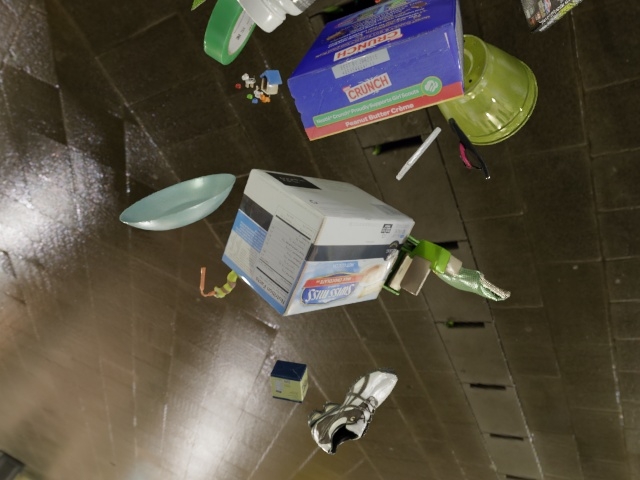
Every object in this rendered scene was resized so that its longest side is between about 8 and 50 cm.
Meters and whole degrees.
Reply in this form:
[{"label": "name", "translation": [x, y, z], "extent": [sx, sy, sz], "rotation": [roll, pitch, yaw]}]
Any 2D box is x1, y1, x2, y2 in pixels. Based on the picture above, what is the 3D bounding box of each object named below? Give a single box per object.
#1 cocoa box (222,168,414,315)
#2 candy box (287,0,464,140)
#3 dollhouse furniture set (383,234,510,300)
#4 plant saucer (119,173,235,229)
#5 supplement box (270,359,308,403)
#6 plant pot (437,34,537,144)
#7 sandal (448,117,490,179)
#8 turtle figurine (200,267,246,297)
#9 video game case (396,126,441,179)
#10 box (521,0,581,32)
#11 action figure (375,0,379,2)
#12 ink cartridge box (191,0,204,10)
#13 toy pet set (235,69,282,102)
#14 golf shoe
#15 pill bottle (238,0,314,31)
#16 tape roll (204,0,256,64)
[{"label": "cocoa box", "translation": [0.000, 0.000, 1.044], "extent": [0.231, 0.347, 0.228], "rotation": [35, 112, 34]}, {"label": "candy box", "translation": [0.115, -0.332, 0.819], "extent": [0.268, 0.317, 0.122], "rotation": [-9, 125, 24]}, {"label": "dollhouse furniture set", "translation": [0.310, 0.118, 1.191], "extent": [0.301, 0.151, 0.197], "rotation": [29, -179, -33]}, {"label": "plant saucer", "translation": [-0.227, -0.057, 0.755], "extent": [0.194, 0.195, 0.038], "rotation": [-3, 116, 28]}, {"label": "supplement box", "translation": [-0.080, 0.364, 1.185], "extent": [0.083, 0.056, 0.083], "rotation": [6, 118, 14]}, {"label": "plant pot", "translation": [0.586, -0.593, 1.749], "extent": [0.366, 0.367, 0.353], "rotation": [-17, 162, 36]}, {"label": "sandal", "translation": [0.354, -0.218, 1.123], "extent": [0.040, 0.067, 0.179], "rotation": [-33, 78, 11]}, {"label": "turtle figurine", "translation": [-0.173, 0.061, 1.207], "extent": [0.087, 0.270, 0.217], "rotation": [29, 175, 42]}, {"label": "video game case", "translation": [0.306, -0.270, 1.443], "extent": [0.019, 0.157, 0.143], "rotation": [40, 171, 3]}, {"label": "box", "translation": [0.739, -0.857, 1.484], "extent": [0.216, 0.060, 0.270], "rotation": [150, 106, -73]}, {"label": "action figure", "translation": [0.296, -0.777, 1.546], "extent": [0.280, 0.139, 0.091], "rotation": [31, 153, 17]}, {"label": "ink cartridge box", "translation": [-0.174, -0.541, 0.779], "extent": [0.097, 0.189, 0.255], "rotation": [21, 162, -41]}, {"label": "toy pet set", "translation": [-0.171, -0.461, 1.341], "extent": [0.122, 0.114, 0.065], "rotation": [46, 137, 35]}, {"label": "golf shoe", "translation": [0.075, 0.322, 0.857], "extent": [0.077, 0.198, 0.094], "rotation": [56, 174, -30]}, {"label": "pill bottle", "translation": [-0.057, -0.750, 1.232], "extent": [0.361, 0.204, 0.204], "rotation": [-33, 112, 22]}, {"label": "tape roll", "translation": [-0.303, -0.796, 1.646], "extent": [0.077, 0.321, 0.321], "rotation": [30, 136, -7]}]
